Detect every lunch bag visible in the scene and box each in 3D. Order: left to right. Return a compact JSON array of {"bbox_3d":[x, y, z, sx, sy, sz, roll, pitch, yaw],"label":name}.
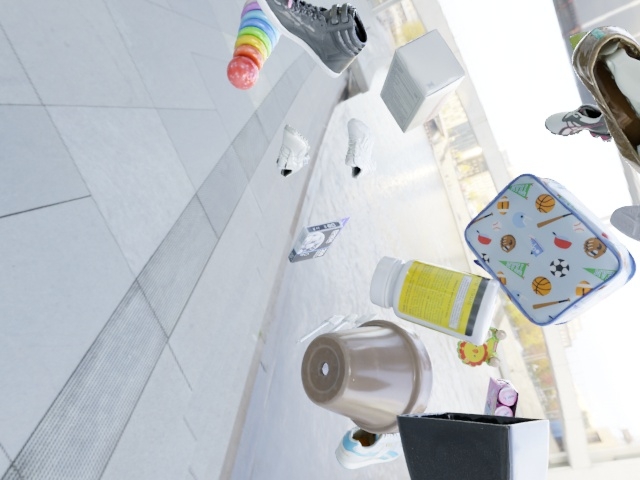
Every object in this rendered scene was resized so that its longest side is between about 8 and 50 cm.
[{"bbox_3d":[0.463,0.018,0.861,0.115,0.243,0.303,3,45,-36],"label":"lunch bag"}]

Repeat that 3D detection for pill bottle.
[{"bbox_3d":[0.204,0.101,0.733,0.119,0.208,0.119,-37,135,-49],"label":"pill bottle"}]

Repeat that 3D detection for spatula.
[{"bbox_3d":[0.045,0.252,1.148,0.242,0.168,0.019,-21,104,-56],"label":"spatula"}]

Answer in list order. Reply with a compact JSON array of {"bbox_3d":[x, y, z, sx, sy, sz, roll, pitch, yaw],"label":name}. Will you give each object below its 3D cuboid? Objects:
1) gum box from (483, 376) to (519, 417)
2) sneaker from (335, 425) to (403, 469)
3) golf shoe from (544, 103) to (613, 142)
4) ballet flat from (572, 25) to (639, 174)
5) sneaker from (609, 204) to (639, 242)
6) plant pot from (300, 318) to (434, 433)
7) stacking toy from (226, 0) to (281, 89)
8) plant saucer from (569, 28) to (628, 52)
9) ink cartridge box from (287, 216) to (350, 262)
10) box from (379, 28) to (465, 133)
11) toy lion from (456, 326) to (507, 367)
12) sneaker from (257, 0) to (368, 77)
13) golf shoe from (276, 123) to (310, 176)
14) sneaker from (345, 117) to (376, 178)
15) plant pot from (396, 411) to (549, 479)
[{"bbox_3d":[0.552,0.523,1.236,0.107,0.062,0.188,-1,100,-81],"label":"gum box"},{"bbox_3d":[0.150,0.503,1.017,0.228,0.092,0.087,-1,33,-35],"label":"sneaker"},{"bbox_3d":[0.894,-0.424,1.381,0.120,0.105,0.273,40,-2,-32],"label":"golf shoe"},{"bbox_3d":[0.553,-0.212,0.675,0.342,0.116,0.124,56,31,-4],"label":"ballet flat"},{"bbox_3d":[1.044,0.013,1.211,0.321,0.125,0.180,32,-8,36],"label":"sneaker"},{"bbox_3d":[0.083,0.300,0.914,0.229,0.263,0.263,20,50,-39],"label":"plant pot"},{"bbox_3d":[-0.202,-0.573,1.191,0.141,0.141,0.330,48,45,-47],"label":"stacking toy"},{"bbox_3d":[0.953,-0.633,1.333,0.045,0.188,0.188,79,10,-65],"label":"plant saucer"},{"bbox_3d":[0.000,0.000,1.505,0.208,0.206,0.045,-14,64,-31],"label":"ink cartridge box"},{"bbox_3d":[0.267,-0.422,1.096,0.149,0.126,0.232,60,-5,5],"label":"box"},{"bbox_3d":[0.360,0.239,0.908,0.034,0.096,0.100,84,24,-79],"label":"toy lion"},{"bbox_3d":[-0.009,-0.517,0.917,0.295,0.147,0.105,31,54,-35],"label":"sneaker"},{"bbox_3d":[-0.073,-0.211,0.988,0.069,0.086,0.176,38,-12,14],"label":"golf shoe"},{"bbox_3d":[0.132,-0.320,1.446,0.115,0.090,0.232,-40,130,-25],"label":"sneaker"},{"bbox_3d":[0.254,0.373,0.647,0.187,0.188,0.167,20,63,-43],"label":"plant pot"}]
